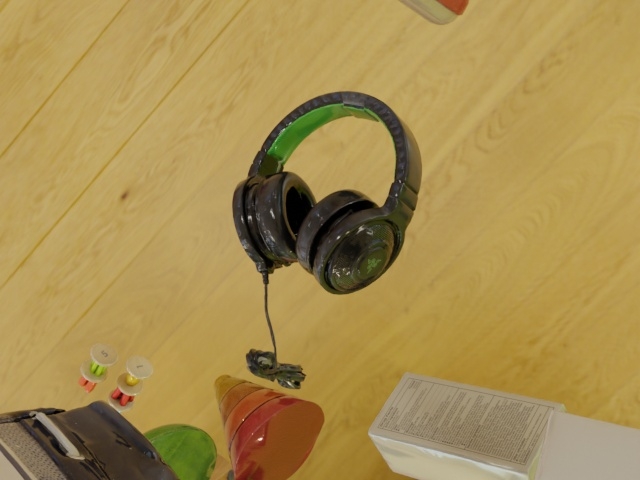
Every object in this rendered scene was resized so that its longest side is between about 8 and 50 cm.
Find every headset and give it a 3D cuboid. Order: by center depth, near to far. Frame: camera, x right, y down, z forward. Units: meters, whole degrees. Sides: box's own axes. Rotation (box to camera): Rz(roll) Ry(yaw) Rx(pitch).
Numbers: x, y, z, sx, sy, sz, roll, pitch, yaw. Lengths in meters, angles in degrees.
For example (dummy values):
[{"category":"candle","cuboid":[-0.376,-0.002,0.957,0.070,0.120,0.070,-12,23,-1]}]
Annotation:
[{"category":"headset","cuboid":[0.000,0.000,1.274,0.185,0.243,0.394,35,75,-53]}]

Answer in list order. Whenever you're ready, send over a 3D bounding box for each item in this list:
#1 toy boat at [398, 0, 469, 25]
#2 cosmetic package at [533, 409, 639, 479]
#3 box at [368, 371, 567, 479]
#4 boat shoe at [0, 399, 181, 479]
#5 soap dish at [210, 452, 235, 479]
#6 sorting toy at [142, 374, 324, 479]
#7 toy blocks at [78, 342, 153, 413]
[{"category":"toy boat","cuboid":[0.131,-0.407,1.304,0.231,0.151,0.151,20,116,-45]},{"category":"cosmetic package","cuboid":[0.362,0.307,0.818,0.384,0.156,0.217,13,111,18]},{"category":"box","cuboid":[0.251,0.330,1.588,0.311,0.148,0.121,7,138,42]},{"category":"boat shoe","cuboid":[-0.112,0.232,0.600,0.340,0.158,0.127,47,117,22]},{"category":"soap dish","cuboid":[-0.227,0.474,1.473,0.118,0.291,0.229,2,104,23]},{"category":"sorting toy","cuboid":[-0.170,0.203,0.978,0.365,0.126,0.127,-7,125,-41]},{"category":"toy blocks","cuboid":[-0.395,0.269,1.786,0.123,0.054,0.148,23,125,-16]}]
